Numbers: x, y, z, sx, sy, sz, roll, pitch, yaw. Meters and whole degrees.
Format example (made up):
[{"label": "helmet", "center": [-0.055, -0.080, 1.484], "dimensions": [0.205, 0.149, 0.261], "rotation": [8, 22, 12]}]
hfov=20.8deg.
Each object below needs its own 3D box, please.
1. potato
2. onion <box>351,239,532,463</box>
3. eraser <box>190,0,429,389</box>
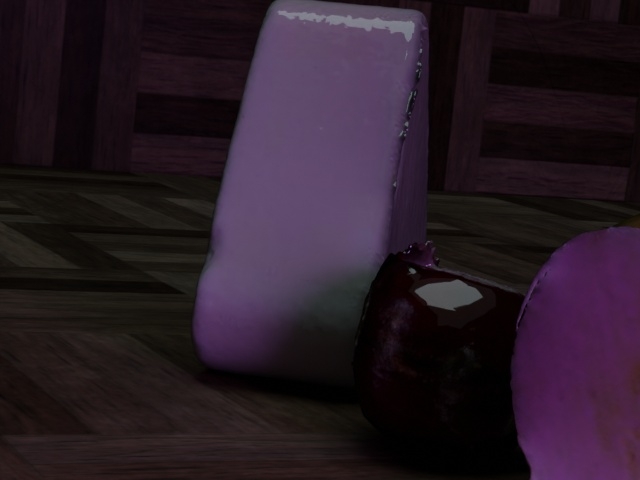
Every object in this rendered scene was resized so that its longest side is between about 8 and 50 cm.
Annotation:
[{"label": "potato", "center": [0.263, 0.077, 1.070], "dimensions": [0.229, 0.229, 0.266], "rotation": [10, 5, 27]}, {"label": "onion", "center": [0.113, 0.095, 1.196], "dimensions": [0.198, 0.135, 0.173], "rotation": [24, 10, 17]}, {"label": "eraser", "center": [0.000, 0.000, 1.442], "dimensions": [0.150, 0.331, 0.331], "rotation": [6, 7, 9]}]
